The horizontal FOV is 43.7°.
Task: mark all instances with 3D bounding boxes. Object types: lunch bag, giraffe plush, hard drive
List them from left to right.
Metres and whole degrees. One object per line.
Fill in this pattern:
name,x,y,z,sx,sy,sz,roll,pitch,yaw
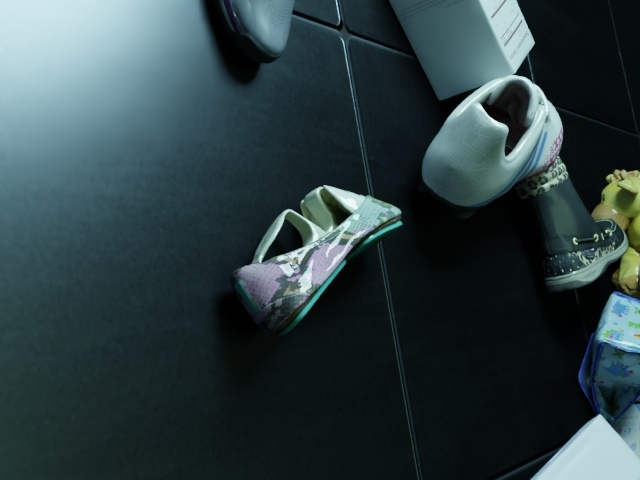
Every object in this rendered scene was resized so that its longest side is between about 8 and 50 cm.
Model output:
lunch bag,0.432,0.172,1.152,0.129,0.096,0.151,-50,146,-47
giraffe plush,0.512,-0.027,1.275,0.170,0.181,0.210,44,75,-1
hard drive,0.385,0.379,0.929,0.210,0.040,0.318,-21,66,-46

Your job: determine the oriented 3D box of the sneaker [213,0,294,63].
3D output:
sneaker,-0.040,-0.271,0.702,0.083,0.098,0.223,13,68,-49

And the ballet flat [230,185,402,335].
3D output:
ballet flat,0.000,0.000,0.691,0.079,0.077,0.221,50,40,0

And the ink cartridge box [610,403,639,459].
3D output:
ink cartridge box,0.475,0.319,1.152,0.090,0.092,0.143,40,49,-36

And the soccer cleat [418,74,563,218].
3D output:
soccer cleat,0.233,-0.137,0.942,0.116,0.143,0.331,37,39,13

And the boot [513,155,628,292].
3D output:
boot,0.356,-0.043,1.135,0.236,0.085,0.178,-29,99,-51

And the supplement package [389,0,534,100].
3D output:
supplement package,0.163,-0.278,0.954,0.179,0.105,0.105,59,40,-20

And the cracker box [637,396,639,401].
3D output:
cracker box,0.585,0.143,1.276,0.155,0.067,0.232,-48,153,-47
